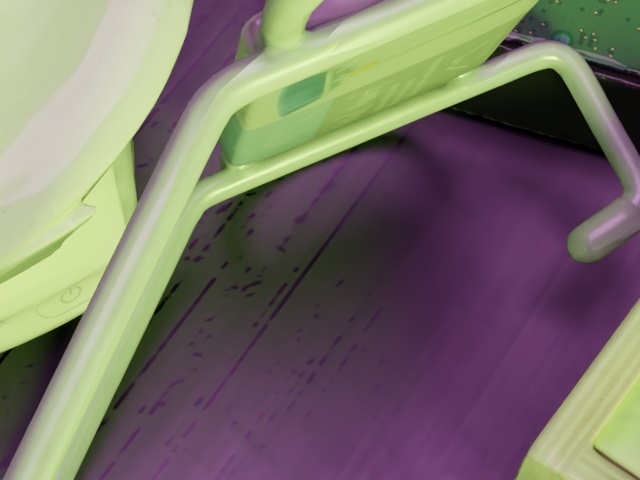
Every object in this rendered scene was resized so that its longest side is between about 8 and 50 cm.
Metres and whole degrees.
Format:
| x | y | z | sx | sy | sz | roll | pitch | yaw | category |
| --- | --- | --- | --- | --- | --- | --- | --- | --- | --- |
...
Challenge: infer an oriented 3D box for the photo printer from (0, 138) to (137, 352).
| x | y | z | sx | sy | sz | roll | pitch | yaw | category |
| --- | --- | --- | --- | --- | --- | --- | --- | --- | --- |
| -0.219 | -0.077 | 0.656 | 0.256 | 0.107 | 0.308 | -12 | 62 | -9 | photo printer |

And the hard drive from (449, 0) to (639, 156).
| x | y | z | sx | sy | sz | roll | pitch | yaw | category |
| --- | --- | --- | --- | --- | --- | --- | --- | --- | --- |
| 0.169 | -0.146 | 0.743 | 0.338 | 0.064 | 0.237 | 16 | 61 | 5 | hard drive |

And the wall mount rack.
| x | y | z | sx | sy | sz | roll | pitch | yaw | category |
| --- | --- | --- | --- | --- | --- | --- | --- | --- | --- |
| 0.000 | 0.000 | 0.527 | 0.304 | 0.350 | 0.131 | -25 | 86 | -9 | wall mount rack |

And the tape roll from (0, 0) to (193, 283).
| x | y | z | sx | sy | sz | roll | pitch | yaw | category |
| --- | --- | --- | --- | --- | --- | --- | --- | --- | --- |
| -0.185 | -0.104 | 0.511 | 0.286 | 0.100 | 0.286 | 4 | 79 | -19 | tape roll |

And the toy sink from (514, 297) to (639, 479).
| x | y | z | sx | sy | sz | roll | pitch | yaw | category |
| --- | --- | --- | --- | --- | --- | --- | --- | --- | --- |
| 0.202 | 0.109 | 0.562 | 0.234 | 0.131 | 0.153 | 35 | 65 | 15 | toy sink |
